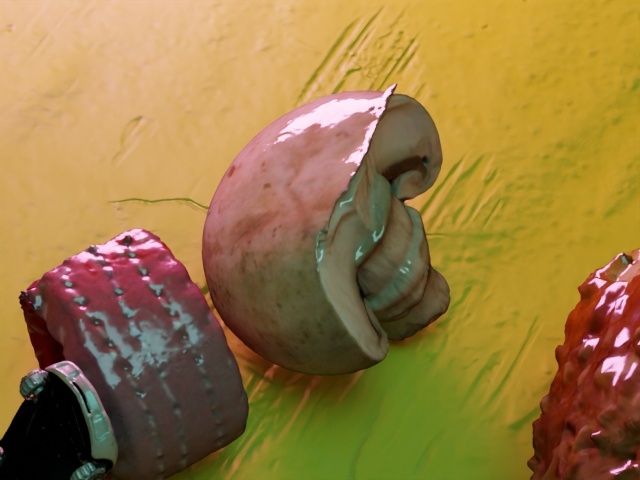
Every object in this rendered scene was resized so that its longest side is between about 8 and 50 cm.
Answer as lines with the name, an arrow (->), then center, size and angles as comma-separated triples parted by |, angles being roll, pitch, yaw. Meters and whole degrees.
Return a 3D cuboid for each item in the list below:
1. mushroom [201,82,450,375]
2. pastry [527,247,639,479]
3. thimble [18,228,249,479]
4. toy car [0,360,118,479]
mushroom -> 0.000, 0.000, 1.477 | 0.189, 0.195, 0.254 | 2, 59, 34
pastry -> 0.339, 0.151, 1.306 | 0.292, 0.337, 0.405 | 35, 45, -20
thimble -> -0.150, 0.100, 1.390 | 0.125, 0.163, 0.190 | -25, 79, -21
toy car -> -0.202, 0.167, 1.322 | 0.056, 0.205, 0.095 | -15, 62, -39
